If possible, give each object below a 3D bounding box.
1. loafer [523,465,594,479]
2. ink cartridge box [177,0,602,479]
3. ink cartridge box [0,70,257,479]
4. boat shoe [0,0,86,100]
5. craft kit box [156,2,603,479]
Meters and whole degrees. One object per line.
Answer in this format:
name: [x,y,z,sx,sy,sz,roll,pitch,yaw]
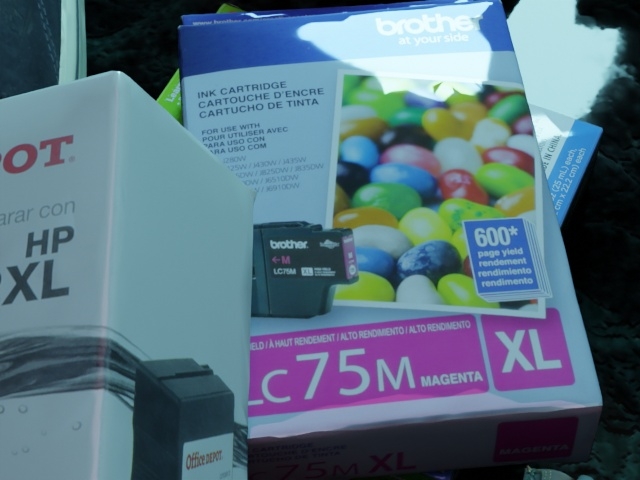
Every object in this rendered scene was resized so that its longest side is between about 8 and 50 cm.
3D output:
loafer: [0.038,0.198,0.589,0.084,0.096,0.267,17,56,17]
ink cartridge box: [0.022,-0.027,0.761,0.185,0.065,0.311,-5,53,-4]
ink cartridge box: [-0.155,0.107,0.614,0.223,0.129,0.307,-11,62,21]
boat shoe: [-0.245,-0.244,0.879,0.186,0.156,0.500,-22,58,21]
craft kit box: [0.000,0.000,0.809,0.246,0.061,0.250,22,57,12]
